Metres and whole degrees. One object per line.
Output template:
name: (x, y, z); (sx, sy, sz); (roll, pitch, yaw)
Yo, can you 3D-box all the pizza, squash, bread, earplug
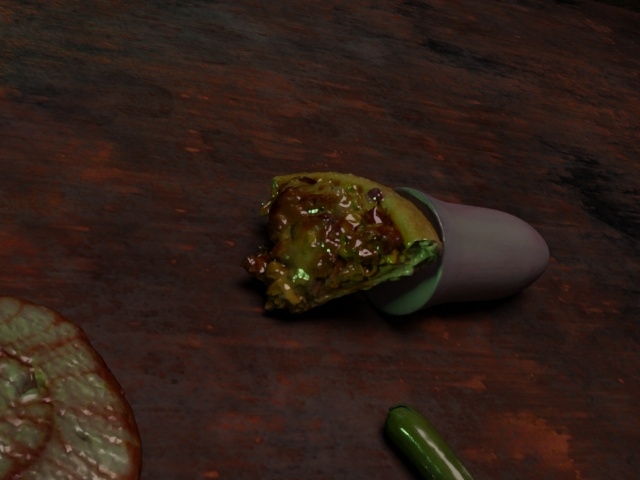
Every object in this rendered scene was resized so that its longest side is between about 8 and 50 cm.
pizza: (0.000, 0.000, 1.191); (0.289, 0.081, 0.229); (26, 67, 35)
squash: (0.133, 0.254, 1.036); (0.052, 0.052, 0.183); (-9, 49, -40)
bread: (-0.307, 0.178, 0.803); (0.295, 0.114, 0.327); (-11, 46, -43)
earplug: (0.214, 0.021, 1.329); (0.301, 0.172, 0.172); (4, 38, -40)
